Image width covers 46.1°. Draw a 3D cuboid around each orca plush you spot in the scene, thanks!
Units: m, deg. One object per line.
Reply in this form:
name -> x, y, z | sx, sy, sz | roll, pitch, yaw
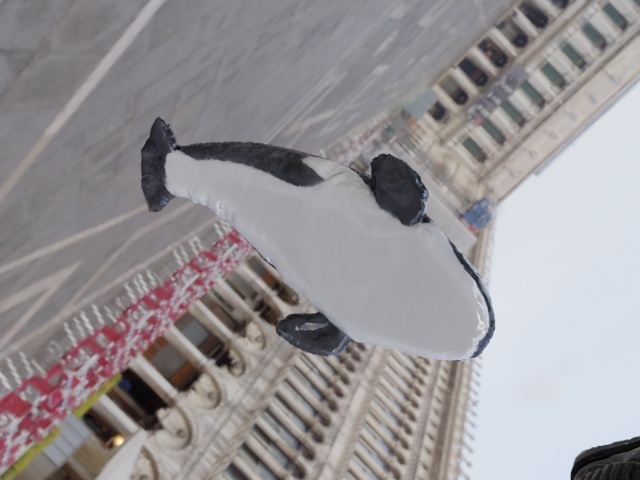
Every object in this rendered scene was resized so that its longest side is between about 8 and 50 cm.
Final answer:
orca plush -> 0.000, 0.000, 0.575 | 0.102, 0.287, 0.151 | -15, 117, -71

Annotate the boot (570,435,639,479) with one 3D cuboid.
boot -> 0.495, 0.356, 1.047 | 0.348, 0.131, 0.260 | -31, 174, 25
